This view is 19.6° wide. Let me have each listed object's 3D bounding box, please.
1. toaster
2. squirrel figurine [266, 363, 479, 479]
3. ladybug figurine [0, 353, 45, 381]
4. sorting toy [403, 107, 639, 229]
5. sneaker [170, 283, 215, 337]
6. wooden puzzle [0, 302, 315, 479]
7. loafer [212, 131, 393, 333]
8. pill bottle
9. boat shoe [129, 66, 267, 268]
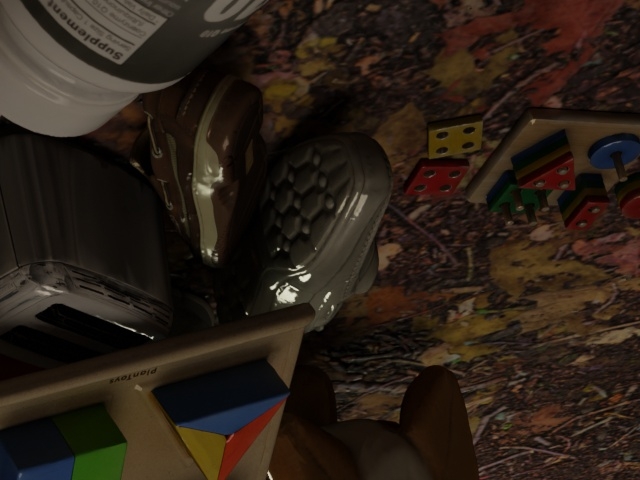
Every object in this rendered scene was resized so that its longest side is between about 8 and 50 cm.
[{"bbox_3d":[-0.204,0.016,1.474,0.129,0.146,0.227,-28,148,26],"label":"toaster"},{"bbox_3d":[-0.040,0.330,1.872,0.370,0.397,0.281,-14,-174,39],"label":"squirrel figurine"},{"bbox_3d":[-0.354,0.154,1.606,0.305,0.162,0.449,-6,165,35],"label":"ladybug figurine"},{"bbox_3d":[0.206,-0.057,1.609,0.274,0.046,0.132,2,148,-23],"label":"sorting toy"},{"bbox_3d":[-0.165,0.094,1.645,0.086,0.132,0.228,-29,147,29],"label":"sneaker"},{"bbox_3d":[-0.163,0.217,1.526,0.322,0.080,0.348,-14,140,-32],"label":"wooden puzzle"},{"bbox_3d":[0.000,0.000,1.578,0.111,0.112,0.319,-5,159,-23],"label":"loafer"},{"bbox_3d":[-0.101,-0.191,1.127,0.161,0.161,0.283,13,143,-38],"label":"pill bottle"},{"bbox_3d":[-0.099,-0.066,1.456,0.095,0.095,0.257,23,153,7],"label":"boat shoe"}]
